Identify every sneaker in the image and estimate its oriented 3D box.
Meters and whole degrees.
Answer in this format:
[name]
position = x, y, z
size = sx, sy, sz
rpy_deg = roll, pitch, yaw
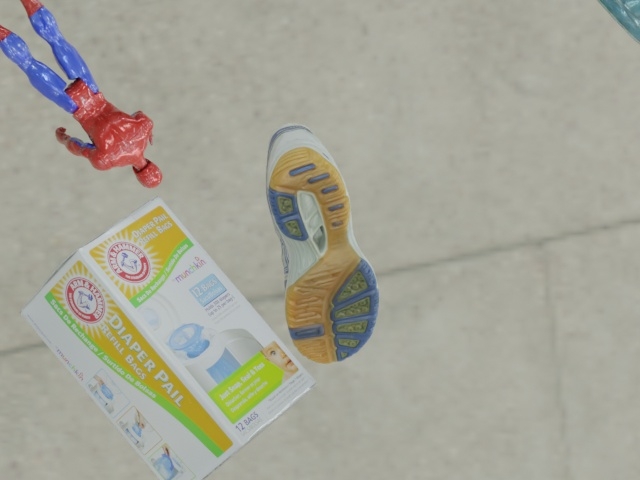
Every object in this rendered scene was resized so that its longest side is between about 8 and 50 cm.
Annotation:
[sneaker]
position = 0.000, 0.000, 2.228
size = 0.112, 0.131, 0.296
rpy_deg = -9, 122, -4

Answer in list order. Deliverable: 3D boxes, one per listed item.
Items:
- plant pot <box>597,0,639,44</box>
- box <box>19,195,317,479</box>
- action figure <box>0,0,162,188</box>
[plant pot]
position = 0.239, -0.307, 1.251
size = 0.271, 0.255, 0.272
rpy_deg = 47, 18, -21
[box]
position = -0.123, 0.085, 1.546
size = 0.203, 0.103, 0.114
rpy_deg = 50, 41, 3
[action figure]
position = -0.270, -0.162, 2.093
size = 0.091, 0.139, 0.280
rpy_deg = -41, 90, -9
